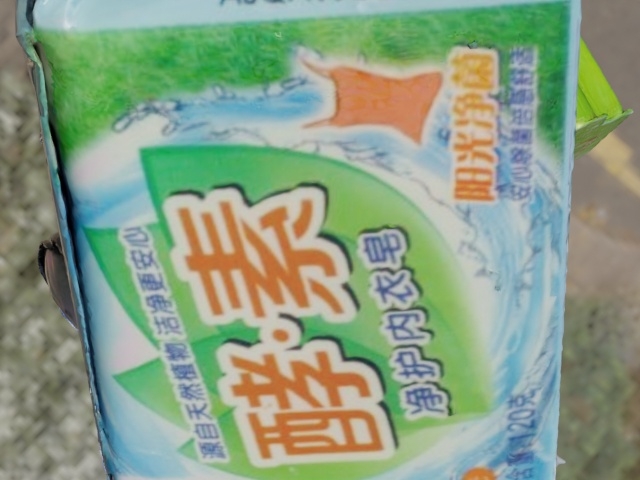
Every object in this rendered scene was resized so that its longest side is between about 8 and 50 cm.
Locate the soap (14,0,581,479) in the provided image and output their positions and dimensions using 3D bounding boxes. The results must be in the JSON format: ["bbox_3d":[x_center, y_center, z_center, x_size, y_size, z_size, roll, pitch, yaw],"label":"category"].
[{"bbox_3d":[0.000,0.000,0.582,0.077,0.156,0.293,-93,178,-53],"label":"soap"}]

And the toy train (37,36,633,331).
[{"bbox_3d":[0.001,-0.052,0.992,0.307,0.173,0.249,-26,172,-16],"label":"toy train"}]
